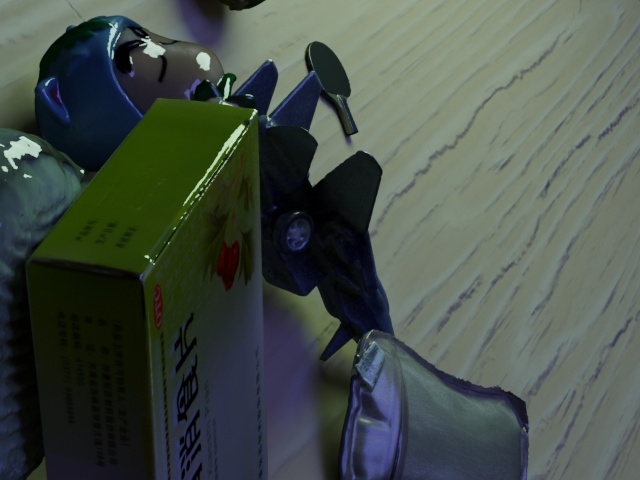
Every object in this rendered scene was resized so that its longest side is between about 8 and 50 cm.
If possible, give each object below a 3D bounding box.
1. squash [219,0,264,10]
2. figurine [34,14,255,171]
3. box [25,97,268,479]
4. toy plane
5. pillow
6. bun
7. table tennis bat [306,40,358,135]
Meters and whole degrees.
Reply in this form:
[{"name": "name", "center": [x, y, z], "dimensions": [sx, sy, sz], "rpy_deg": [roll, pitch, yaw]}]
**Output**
[{"name": "squash", "center": [-0.060, -0.255, 1.325], "dimensions": [0.095, 0.095, 0.188], "rpy_deg": [23, 51, -49]}, {"name": "figurine", "center": [-0.089, -0.062, 1.077], "dimensions": [0.178, 0.144, 0.114], "rpy_deg": [63, 31, -23]}, {"name": "box", "center": [-0.081, 0.080, 0.907], "dimensions": [0.175, 0.062, 0.260], "rpy_deg": [-61, 156, -56]}, {"name": "toy plane", "center": [-0.008, 0.007, 1.193], "dimensions": [0.088, 0.212, 0.267], "rpy_deg": [-42, 131, -25]}, {"name": "pillow", "center": [0.087, 0.150, 1.260], "dimensions": [0.233, 0.038, 0.130], "rpy_deg": [27, 62, -47]}, {"name": "bun", "center": [-0.183, 0.030, 0.843], "dimensions": [0.195, 0.118, 0.195], "rpy_deg": [11, 90, -74]}, {"name": "table tennis bat", "center": [0.011, -0.122, 1.406], "dimensions": [0.050, 0.007, 0.083], "rpy_deg": [0, 65, -58]}]
